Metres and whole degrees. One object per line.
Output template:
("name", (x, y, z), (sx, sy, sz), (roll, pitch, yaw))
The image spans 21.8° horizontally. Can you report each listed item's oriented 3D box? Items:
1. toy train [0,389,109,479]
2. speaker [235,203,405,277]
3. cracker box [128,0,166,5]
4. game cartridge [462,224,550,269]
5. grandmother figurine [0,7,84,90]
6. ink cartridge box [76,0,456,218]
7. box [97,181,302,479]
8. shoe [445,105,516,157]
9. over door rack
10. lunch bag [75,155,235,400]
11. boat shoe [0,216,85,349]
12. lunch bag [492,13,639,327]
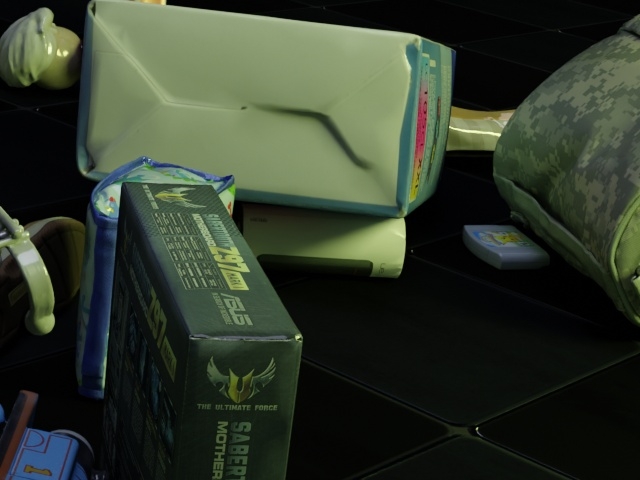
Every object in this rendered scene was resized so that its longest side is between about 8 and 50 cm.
("toy train", (-0.168, 0.139, 0.860), (0.105, 0.080, 0.184), (15, 16, -5))
("speaker", (0.000, 0.000, 1.350), (0.136, 0.055, 0.055), (4, 19, -10))
("cracker box", (-0.219, -0.319, 1.954), (0.067, 0.156, 0.232), (3, 1, -11))
("game cartridge", (0.158, 0.005, 1.453), (0.056, 0.017, 0.083), (-4, 21, -19))
("grandmother figurine", (-0.180, -0.193, 1.802), (0.342, 0.104, 0.208), (3, -9, -2))
("ink cartridge box", (-0.026, -0.117, 1.457), (0.270, 0.151, 0.395), (8, 7, 8))
("box", (-0.070, 0.089, 0.869), (0.059, 0.183, 0.233), (1, 19, -16))
("shoe", (0.178, -0.104, 1.732), (0.219, 0.058, 0.076), (5, -12, -17))
("over door rack", (-0.338, -0.010, 1.069), (0.239, 0.108, 0.324), (-19, 46, -24))
("lunch bag", (-0.119, 0.025, 1.124), (0.096, 0.129, 0.151), (12, 19, 16))
("boat shoe", (-0.232, 0.027, 1.183), (0.072, 0.068, 0.190), (1, 16, 20))
("lunch bag", (0.302, -0.060, 1.391), (0.256, 0.213, 0.305), (-25, 24, -4))
